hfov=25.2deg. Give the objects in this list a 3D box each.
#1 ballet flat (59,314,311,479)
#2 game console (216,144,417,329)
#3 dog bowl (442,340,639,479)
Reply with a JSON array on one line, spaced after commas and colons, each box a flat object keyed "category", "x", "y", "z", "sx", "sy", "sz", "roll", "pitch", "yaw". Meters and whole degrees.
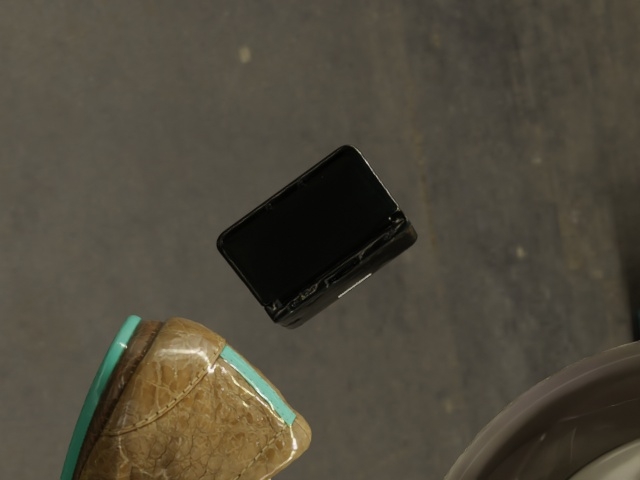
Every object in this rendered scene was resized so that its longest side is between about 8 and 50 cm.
[{"category": "ballet flat", "x": -0.099, "y": 0.189, "z": 0.714, "sx": 0.124, "sy": 0.342, "sz": 0.116, "roll": 27, "pitch": 25, "yaw": -2}, {"category": "game console", "x": 0.000, "y": 0.000, "z": 1.044, "sx": 0.071, "sy": 0.122, "sz": 0.107, "roll": 55, "pitch": 3, "yaw": 12}, {"category": "dog bowl", "x": 0.218, "y": 0.226, "z": 0.763, "sx": 0.102, "sy": 0.349, "sz": 0.348, "roll": 51, "pitch": 42, "yaw": -69}]
